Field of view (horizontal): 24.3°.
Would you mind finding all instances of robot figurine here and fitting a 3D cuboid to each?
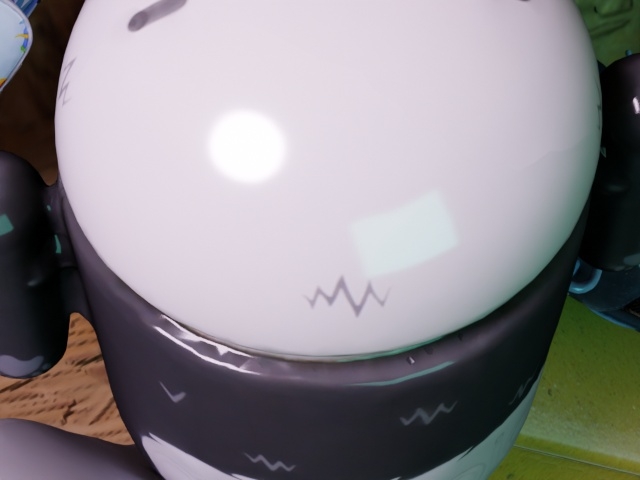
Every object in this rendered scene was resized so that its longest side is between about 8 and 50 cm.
[{"bbox_3d":[0.001,-0.002,0.516,0.209,0.173,0.278,-45,159,-23],"label":"robot figurine"}]

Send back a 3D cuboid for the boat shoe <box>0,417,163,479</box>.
[{"bbox_3d":[-0.085,0.128,0.576,0.088,0.096,0.267,-58,172,-2],"label":"boat shoe"}]

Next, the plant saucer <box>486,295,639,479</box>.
[{"bbox_3d":[0.077,0.179,0.801,0.333,0.081,0.333,19,113,-41],"label":"plant saucer"}]

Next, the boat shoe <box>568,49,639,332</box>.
[{"bbox_3d":[0.139,-0.017,0.672,0.258,0.089,0.109,24,109,-43],"label":"boat shoe"}]

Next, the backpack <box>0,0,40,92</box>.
[{"bbox_3d":[-0.151,-0.064,0.449,0.105,0.084,0.114,27,110,-41],"label":"backpack"}]
